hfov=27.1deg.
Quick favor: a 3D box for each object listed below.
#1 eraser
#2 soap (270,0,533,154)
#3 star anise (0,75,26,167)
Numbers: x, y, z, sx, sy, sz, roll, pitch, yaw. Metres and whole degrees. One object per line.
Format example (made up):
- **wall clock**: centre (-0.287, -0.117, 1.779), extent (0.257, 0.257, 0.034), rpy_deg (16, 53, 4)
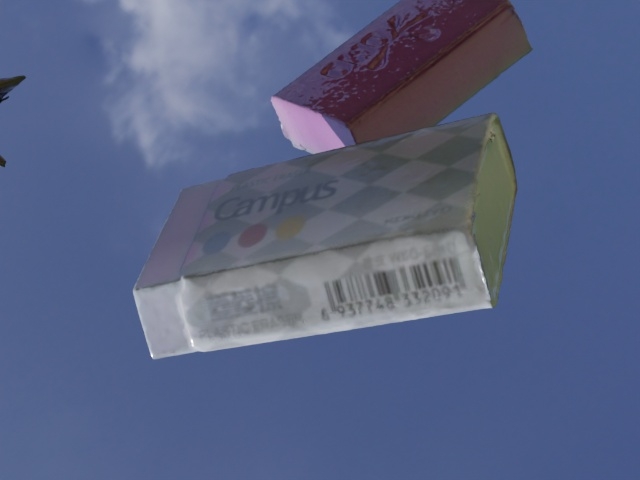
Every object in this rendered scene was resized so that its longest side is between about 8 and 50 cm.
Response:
- **eraser**: centre (0.001, 0.000, 1.379), extent (0.082, 0.397, 0.213), rpy_deg (58, -146, -33)
- **soap**: centre (0.089, -0.193, 1.543), extent (0.259, 0.181, 0.081), rpy_deg (-37, -58, -15)
- **star anise**: centre (-0.404, -0.132, 1.398), extent (0.181, 0.061, 0.204), rpy_deg (5, -94, -4)
